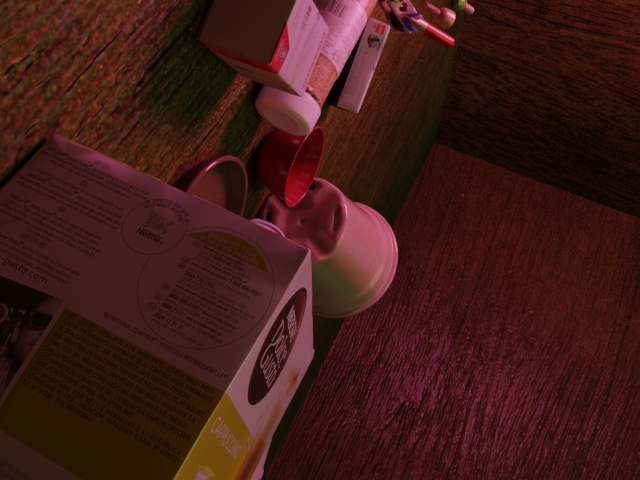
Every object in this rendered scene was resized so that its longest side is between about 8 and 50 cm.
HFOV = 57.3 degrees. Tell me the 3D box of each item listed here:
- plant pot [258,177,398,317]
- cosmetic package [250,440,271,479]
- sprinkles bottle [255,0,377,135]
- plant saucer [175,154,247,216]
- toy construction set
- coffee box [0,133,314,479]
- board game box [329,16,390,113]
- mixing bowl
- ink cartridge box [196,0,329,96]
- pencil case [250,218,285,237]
[{"bbox_3d":[0.000,0.000,1.468,0.333,0.334,0.305,-64,155,-10],"label":"plant pot"},{"bbox_3d":[-0.222,0.390,1.259,0.197,0.155,0.365,-70,159,-53],"label":"cosmetic package"},{"bbox_3d":[0.003,-0.383,1.149,0.355,0.121,0.121,-63,166,-13],"label":"sprinkles bottle"},{"bbox_3d":[-0.219,-0.029,1.070,0.277,0.041,0.277,-59,164,-28],"label":"plant saucer"},{"bbox_3d":[0.169,-0.567,1.230,0.237,0.308,0.257,12,142,-38],"label":"toy construction set"},{"bbox_3d":[-0.225,0.146,0.696,0.334,0.338,0.337,-60,166,-27],"label":"coffee box"},{"bbox_3d":[0.084,-0.398,1.368,0.305,0.053,0.192,-101,-148,-76],"label":"board game box"},{"bbox_3d":[-0.074,-0.173,1.257,0.181,0.098,0.181,-60,166,-26],"label":"mixing bowl"},{"bbox_3d":[-0.082,-0.321,0.913,0.128,0.127,0.176,-68,166,3],"label":"ink cartridge box"},{"bbox_3d":[-0.143,0.058,1.212,0.273,0.114,0.124,122,-31,-65],"label":"pencil case"}]
